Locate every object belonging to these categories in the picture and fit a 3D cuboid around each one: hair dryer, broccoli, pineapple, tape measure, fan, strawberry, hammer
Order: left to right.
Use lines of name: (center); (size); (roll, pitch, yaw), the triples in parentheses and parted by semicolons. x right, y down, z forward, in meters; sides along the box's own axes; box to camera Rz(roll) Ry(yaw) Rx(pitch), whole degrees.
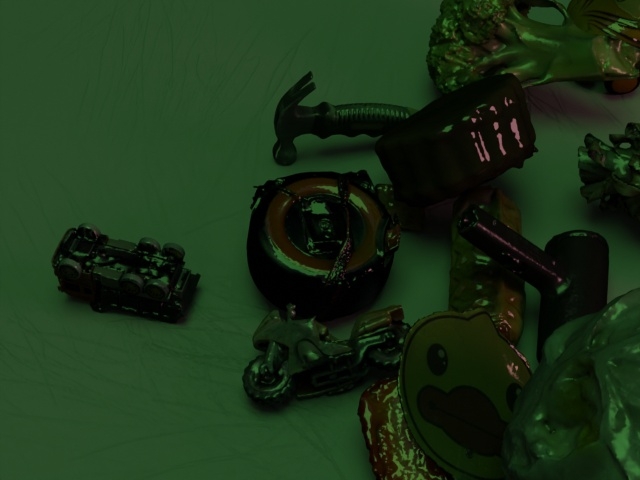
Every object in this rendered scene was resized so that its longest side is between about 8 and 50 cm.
tape measure: (0.000, 0.000, 1.658); (0.202, 0.135, 0.223); (-7, 52, -13)
hammer: (0.044, -0.179, 1.832); (0.226, 0.158, 0.041); (1, 48, -11)
strawberry: (0.104, 0.250, 1.458); (0.121, 0.082, 0.188); (0, 62, 5)
fan: (0.177, 0.224, 1.433); (0.229, 0.011, 0.335); (26, 57, -23)
broccoli: (0.280, -0.291, 1.844); (0.254, 0.186, 0.302); (-42, 38, -12)
hair dryer: (0.267, 0.039, 1.554); (0.251, 0.089, 0.197); (34, 47, -23)
pineapple: (0.483, -0.079, 1.652); (0.272, 0.262, 0.262); (7, 47, 27)

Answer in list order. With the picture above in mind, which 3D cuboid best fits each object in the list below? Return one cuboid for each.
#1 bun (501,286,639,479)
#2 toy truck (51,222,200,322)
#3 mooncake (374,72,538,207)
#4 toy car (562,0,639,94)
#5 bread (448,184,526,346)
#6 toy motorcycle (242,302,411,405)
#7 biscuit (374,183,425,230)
bun: (0.334, 0.205, 1.287); (0.211, 0.362, 0.362); (32, 45, -21)
toy truck: (-0.266, 0.049, 1.671); (0.192, 0.092, 0.083); (13, 50, 6)
mooncake: (0.191, -0.132, 1.694); (0.228, 0.124, 0.228); (-25, 12, 5)
toy car: (0.506, -0.346, 1.927); (0.248, 0.142, 0.200); (-7, 47, -2)
bread: (0.221, 0.044, 1.629); (0.087, 0.098, 0.269); (-32, 34, 35)
toy motorcycle: (0.006, 0.130, 1.560); (0.229, 0.094, 0.130); (-16, 48, 2)
biscuit: (0.113, -0.049, 1.772); (0.081, 0.018, 0.083); (5, 48, 9)
